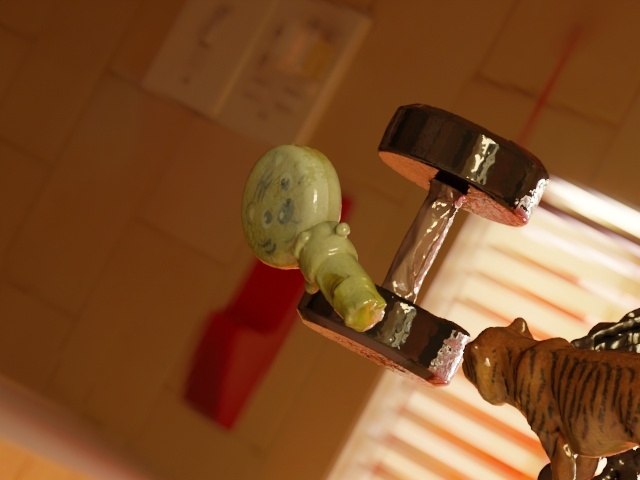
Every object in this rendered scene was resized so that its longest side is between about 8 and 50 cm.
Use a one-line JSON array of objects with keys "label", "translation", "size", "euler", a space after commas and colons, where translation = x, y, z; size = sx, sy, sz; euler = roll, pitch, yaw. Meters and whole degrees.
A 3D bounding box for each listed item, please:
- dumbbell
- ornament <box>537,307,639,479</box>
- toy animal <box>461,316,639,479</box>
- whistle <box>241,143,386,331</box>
[{"label": "dumbbell", "translation": [0.090, 0.004, 1.649], "size": [0.152, 0.218, 0.152], "euler": [26, 175, 3]}, {"label": "ornament", "translation": [0.292, 0.142, 1.548], "size": [0.106, 0.260, 0.251], "euler": [75, 178, -49]}, {"label": "toy animal", "translation": [0.157, 0.102, 1.021], "size": [0.056, 0.099, 0.241], "euler": [-21, -165, -30]}, {"label": "whistle", "translation": [0.000, 0.000, 1.528], "size": [0.057, 0.104, 0.198], "euler": [5, -147, -38]}]
